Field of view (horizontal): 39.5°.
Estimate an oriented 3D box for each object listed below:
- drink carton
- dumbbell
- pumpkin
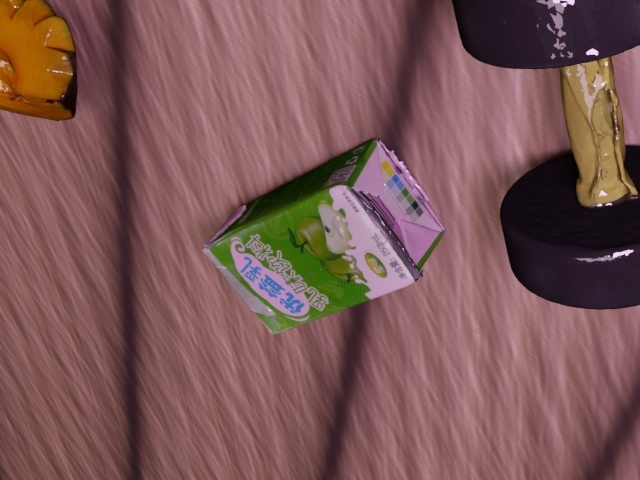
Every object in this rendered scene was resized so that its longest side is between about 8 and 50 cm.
[{"bbox_3d":[0.000,0.000,1.103,0.271,0.108,0.161,-24,111,39],"label":"drink carton"},{"bbox_3d":[0.246,-0.116,0.812,0.203,0.204,0.323,0,124,29],"label":"dumbbell"},{"bbox_3d":[-0.372,-0.233,1.153,0.253,0.149,0.131,10,86,28],"label":"pumpkin"}]
